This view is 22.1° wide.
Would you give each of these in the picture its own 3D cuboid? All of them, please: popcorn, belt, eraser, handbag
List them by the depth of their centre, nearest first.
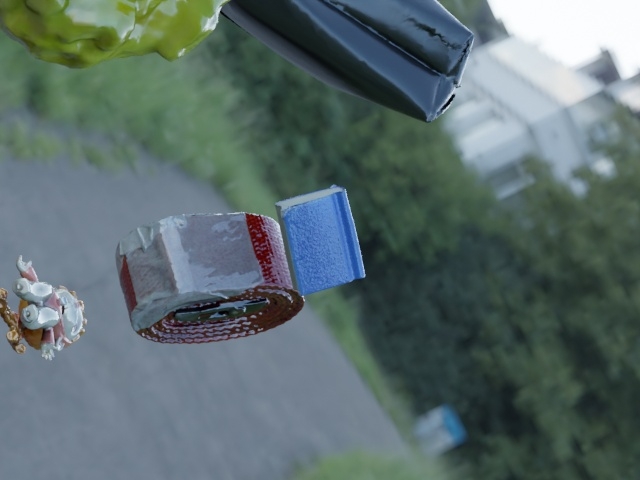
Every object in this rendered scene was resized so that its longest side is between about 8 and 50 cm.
[{"bbox_3d":[-0.127,-0.194,0.956,0.155,0.197,0.198,23,-37,52],"label":"popcorn"},{"bbox_3d":[0.000,0.000,1.442,0.027,0.063,0.085,-138,-146,-68],"label":"eraser"},{"bbox_3d":[-0.126,0.034,1.814,0.128,0.200,0.124,119,-40,-52],"label":"belt"},{"bbox_3d":[-0.013,-0.259,1.814,0.342,0.152,0.288,34,-7,-24],"label":"handbag"}]

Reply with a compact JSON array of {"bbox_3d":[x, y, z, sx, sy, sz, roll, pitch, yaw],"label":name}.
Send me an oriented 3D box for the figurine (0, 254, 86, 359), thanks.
[{"bbox_3d":[-0.166,0.041,0.957,0.109,0.047,0.064,86,-11,-81],"label":"figurine"}]
